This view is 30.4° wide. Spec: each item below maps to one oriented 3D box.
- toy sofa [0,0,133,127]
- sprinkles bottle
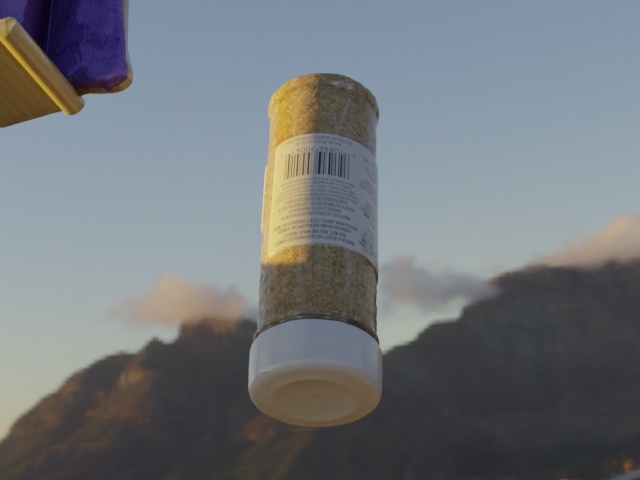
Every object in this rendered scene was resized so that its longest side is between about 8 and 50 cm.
[{"bbox_3d":[-0.322,-0.324,1.367,0.177,0.363,0.150,-12,-34,16],"label":"toy sofa"},{"bbox_3d":[0.000,0.000,1.150,0.121,0.355,0.121,1,-36,1],"label":"sprinkles bottle"}]
